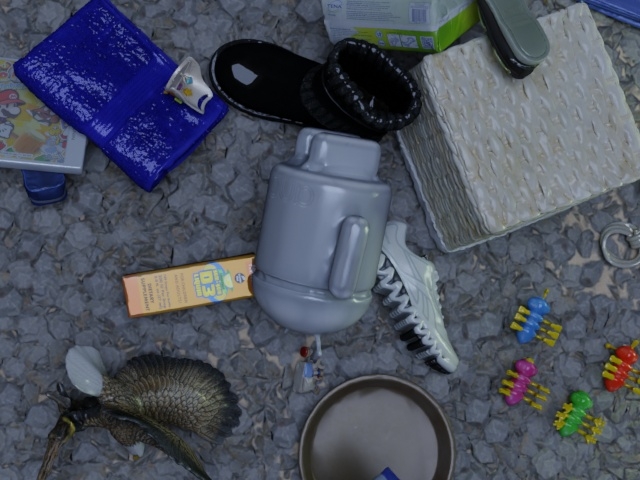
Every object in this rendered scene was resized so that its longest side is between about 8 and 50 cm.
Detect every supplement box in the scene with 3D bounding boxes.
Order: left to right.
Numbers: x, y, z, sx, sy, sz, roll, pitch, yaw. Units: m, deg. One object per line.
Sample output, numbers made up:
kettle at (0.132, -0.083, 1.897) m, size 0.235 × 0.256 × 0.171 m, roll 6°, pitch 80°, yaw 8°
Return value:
supplement box at (-0.215, 0.076, 1.706) m, size 0.234 × 0.080 × 0.078 m, roll -10°, pitch 90°, yaw -10°

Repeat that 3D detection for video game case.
video game case at (-0.500, -0.214, 1.681) m, size 0.227 × 0.026 × 0.206 m, roll 5°, pitch 63°, yaw -7°

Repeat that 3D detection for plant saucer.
plant saucer at (0.097, 0.370, 1.743) m, size 0.278 × 0.041 × 0.277 m, roll 0°, pitch 87°, yaw -7°

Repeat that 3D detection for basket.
basket at (0.324, -0.182, 1.700) m, size 0.328 × 0.266 × 0.331 m, roll -20°, pitch 90°, yaw -9°

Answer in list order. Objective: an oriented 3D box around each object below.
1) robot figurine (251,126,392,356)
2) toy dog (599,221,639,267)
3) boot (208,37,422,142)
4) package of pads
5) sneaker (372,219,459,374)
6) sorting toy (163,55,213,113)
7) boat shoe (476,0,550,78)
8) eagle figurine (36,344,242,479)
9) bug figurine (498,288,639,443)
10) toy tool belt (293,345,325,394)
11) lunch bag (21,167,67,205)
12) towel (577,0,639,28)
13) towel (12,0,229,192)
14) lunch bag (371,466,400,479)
robot figurine at (0.000, 0.000, 1.624) m, size 0.200 × 0.300 × 0.353 m, roll 7°, pitch 99°, yaw -18°
toy dog at (0.684, 0.033, 1.780) m, size 0.334 × 0.161 × 0.220 m, roll 44°, pitch 82°, yaw -2°
boot at (-0.014, -0.265, 1.662) m, size 0.348 × 0.260 × 0.131 m, roll 19°, pitch 84°, yaw -6°
package of pads at (0.168, -0.413, 1.667) m, size 0.296 × 0.229 × 0.101 m, roll -41°, pitch 130°, yaw -40°
sneaker at (0.167, 0.097, 1.744) m, size 0.118 × 0.110 × 0.292 m, roll -32°, pitch 91°, yaw -17°
sorting toy at (-0.215, -0.248, 1.668) m, size 0.075 × 0.045 × 0.083 m, roll 39°, pitch 48°, yaw -22°
boat shoe at (0.277, -0.356, 1.542) m, size 0.081 × 0.068 × 0.227 m, roll -12°, pitch 72°, yaw -19°
eagle figurine at (-0.283, 0.294, 1.633) m, size 0.298 × 0.225 × 0.226 m, roll 2°, pitch 75°, yaw 4°
bug figurine at (0.432, 0.227, 1.780) m, size 0.279 × 0.072 × 0.216 m, roll 29°, pitch 89°, yaw -9°
toy tool belt at (-0.016, 0.226, 1.740) m, size 0.051 × 0.052 × 0.083 m, roll 10°, pitch 87°, yaw -38°
lunch bag at (-0.467, -0.111, 1.688) m, size 0.067 × 0.065 × 0.098 m, roll -12°, pitch 66°, yaw -14°
towel at (0.627, -0.558, 1.884) m, size 0.243 × 0.040 × 0.336 m, roll 20°, pitch 82°, yaw -4°
towel at (-0.327, -0.256, 1.683) m, size 0.308 × 0.076 × 0.227 m, roll 40°, pitch 59°, yaw -4°
lunch bag at (0.094, 0.607, 1.579) m, size 0.328 × 0.385 × 0.239 m, roll -35°, pitch 48°, yaw -12°
